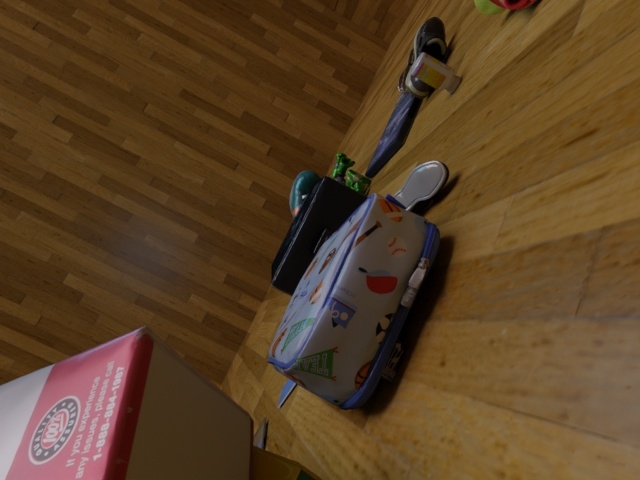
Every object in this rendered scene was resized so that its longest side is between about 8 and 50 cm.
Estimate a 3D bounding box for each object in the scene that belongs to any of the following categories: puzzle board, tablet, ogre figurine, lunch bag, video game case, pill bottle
[{"bbox_3d":[-0.129,0.414,0.904,0.096,0.011,0.128,-61,8,6],"label":"puzzle board"},{"bbox_3d":[-0.060,0.282,0.910,0.083,0.006,0.054,-60,8,29],"label":"tablet"},{"bbox_3d":[0.060,-0.144,1.252,0.197,0.097,0.118,51,128,35],"label":"ogre figurine"},{"bbox_3d":[0.034,0.072,0.594,0.243,0.115,0.303,-62,6,-15],"label":"lunch bag"},{"bbox_3d":[0.200,-0.304,1.167,0.274,0.026,0.196,-66,8,-21],"label":"video game case"},{"bbox_3d":[0.205,-0.295,0.835,0.043,0.083,0.043,-61,6,12],"label":"pill bottle"}]

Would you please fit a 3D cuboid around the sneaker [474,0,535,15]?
[{"bbox_3d":[0.266,-0.358,0.652,0.094,0.081,0.208,-65,7,-1],"label":"sneaker"}]

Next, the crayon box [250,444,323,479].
[{"bbox_3d":[-0.189,0.346,0.415,0.313,0.106,0.363,3,52,36],"label":"crayon box"}]

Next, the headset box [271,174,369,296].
[{"bbox_3d":[0.000,0.000,1.030,0.246,0.131,0.283,-63,7,2],"label":"headset box"}]

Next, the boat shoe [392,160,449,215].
[{"bbox_3d":[0.139,-0.066,0.641,0.046,0.038,0.125,65,147,22],"label":"boat shoe"}]

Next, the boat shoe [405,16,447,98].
[{"bbox_3d":[0.249,-0.419,1.047,0.073,0.080,0.223,-36,32,63],"label":"boat shoe"}]

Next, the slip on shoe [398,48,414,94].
[{"bbox_3d":[0.220,-0.396,1.116,0.041,0.051,0.135,50,-129,-55],"label":"slip on shoe"}]

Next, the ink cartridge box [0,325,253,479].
[{"bbox_3d":[-0.252,0.268,0.323,0.385,0.160,0.279,-22,41,13],"label":"ink cartridge box"}]

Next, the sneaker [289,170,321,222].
[{"bbox_3d":[-0.025,-0.039,1.290,0.121,0.108,0.302,-155,65,-72],"label":"sneaker"}]
